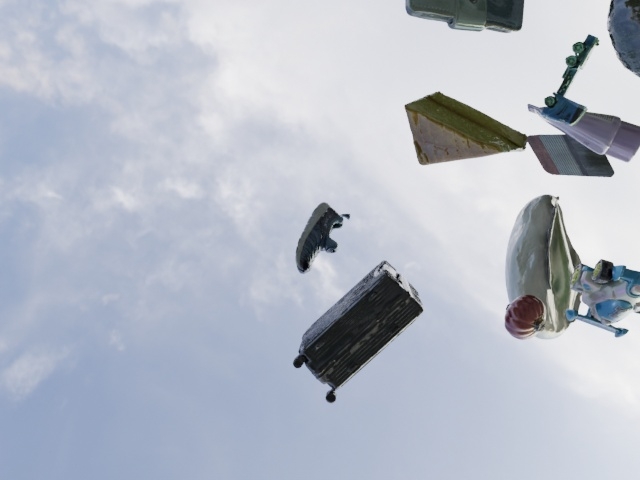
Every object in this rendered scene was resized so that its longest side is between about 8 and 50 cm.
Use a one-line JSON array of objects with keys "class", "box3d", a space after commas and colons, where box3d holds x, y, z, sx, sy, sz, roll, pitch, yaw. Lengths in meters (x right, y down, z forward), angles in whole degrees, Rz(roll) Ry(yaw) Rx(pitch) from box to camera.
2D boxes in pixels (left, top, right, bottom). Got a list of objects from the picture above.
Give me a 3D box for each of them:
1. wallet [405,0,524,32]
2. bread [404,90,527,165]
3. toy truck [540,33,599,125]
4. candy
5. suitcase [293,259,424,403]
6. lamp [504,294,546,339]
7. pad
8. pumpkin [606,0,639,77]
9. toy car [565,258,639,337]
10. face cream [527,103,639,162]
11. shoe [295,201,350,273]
[{"class": "wallet", "box3d": [0.388, -0.682, 1.480, 0.360, 0.083, 0.252, 2, -92, -17]}, {"class": "bread", "box3d": [0.520, -0.402, 1.941, 0.233, 0.361, 0.245, -31, -67, -41]}, {"class": "toy truck", "box3d": [0.519, -0.318, 1.125, 0.081, 0.175, 0.067, 31, -161, 21]}, {"class": "candy", "box3d": [0.635, 0.092, 1.622, 0.427, 0.186, 0.386, -52, -53, -49]}, {"class": "suitcase", "box3d": [0.102, 0.220, 1.438, 0.335, 0.229, 0.152, -43, -87, 9]}, {"class": "lamp", "box3d": [0.477, 0.179, 1.301, 0.107, 0.092, 0.108, -17, -60, -31]}, {"class": "pad", "box3d": [0.670, -0.286, 1.616, 0.323, 0.250, 0.055, 29, -95, -27]}, {"class": "pumpkin", "box3d": [0.591, -0.376, 0.948, 0.211, 0.152, 0.212, -7, -74, -25]}, {"class": "toy car", "box3d": [0.475, 0.097, 0.891, 0.126, 0.161, 0.098, 19, -96, 8]}, {"class": "face cream", "box3d": [0.644, -0.283, 1.377, 0.273, 0.096, 0.154, 26, -162, 17]}, {"class": "shoe", "box3d": [0.000, 0.000, 1.511, 0.106, 0.091, 0.207, 28, -100, 9]}]
